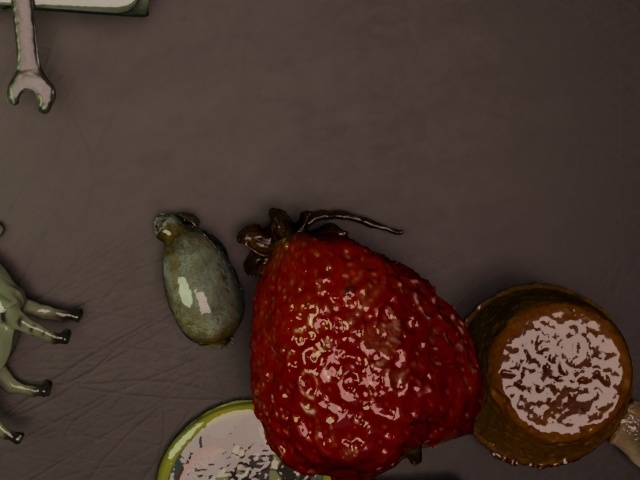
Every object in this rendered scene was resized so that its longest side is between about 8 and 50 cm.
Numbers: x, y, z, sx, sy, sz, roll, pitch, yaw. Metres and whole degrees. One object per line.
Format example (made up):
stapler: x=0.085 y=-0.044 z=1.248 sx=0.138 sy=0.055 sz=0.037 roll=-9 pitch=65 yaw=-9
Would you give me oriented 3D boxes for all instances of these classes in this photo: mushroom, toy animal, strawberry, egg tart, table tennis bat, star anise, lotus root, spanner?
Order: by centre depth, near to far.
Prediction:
spanner: x=-0.305 y=-0.255 z=1.506 sx=0.054 sy=0.015 sz=0.254 roll=-5 pitch=98 yaw=-7
strawberry: x=0.029 y=0.115 z=1.568 sx=0.257 sy=0.257 sz=0.277 roll=-27 pitch=97 yaw=-4
toy animal: x=-0.362 y=0.096 z=1.617 sx=0.176 sy=0.073 sz=0.217 roll=22 pitch=98 yaw=-3
lotus root: x=-0.134 y=0.042 z=1.634 sx=0.088 sy=0.088 sz=0.165 roll=-19 pitch=88 yaw=-5
egg tart: x=0.250 y=0.147 z=1.643 sx=0.215 sy=0.171 sz=0.215 roll=0 pitch=82 yaw=1
star anise: x=0.000 y=0.000 z=1.654 sx=0.190 sy=0.070 sz=0.097 roll=4 pitch=122 yaw=-9
table tennis bat: x=-0.006 y=0.300 z=1.688 sx=0.368 sy=0.054 sz=0.224 roll=5 pitch=95 yaw=-4
mushroom: x=0.414 y=0.266 z=1.740 sx=0.202 sy=0.054 sz=0.059 roll=42 pitch=95 yaw=-14

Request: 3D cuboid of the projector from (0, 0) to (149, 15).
projector: x=-0.301 y=-0.340 z=1.560 sx=0.250 sy=0.108 sz=0.198 roll=2 pitch=95 yaw=-9
